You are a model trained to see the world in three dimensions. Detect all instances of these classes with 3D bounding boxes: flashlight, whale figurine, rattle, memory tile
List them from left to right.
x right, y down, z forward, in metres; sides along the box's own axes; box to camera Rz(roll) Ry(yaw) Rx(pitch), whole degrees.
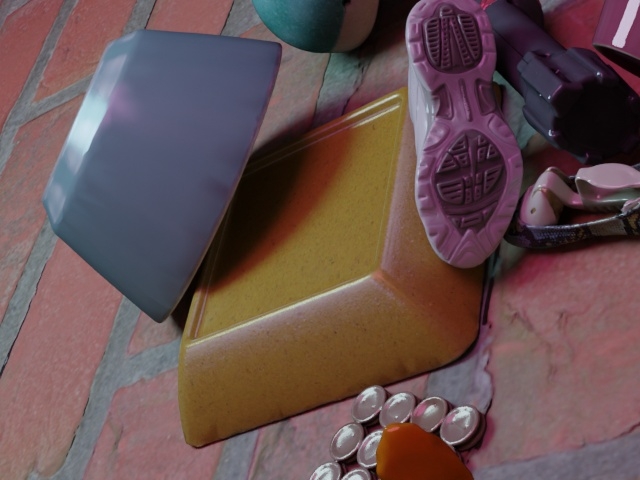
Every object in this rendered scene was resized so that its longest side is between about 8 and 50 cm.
[{"bbox_3d":[-0.022,-0.321,1.558,0.272,0.141,0.216,-114,27,-54],"label":"whale figurine"},{"bbox_3d":[0.058,0.170,1.095,0.148,0.012,0.113,5,58,52],"label":"memory tile"},{"bbox_3d":[0.083,0.238,0.880,0.130,0.142,0.199,1,47,28],"label":"rattle"},{"bbox_3d":[0.190,-0.158,1.212,0.103,0.103,0.304,-16,32,-8],"label":"flashlight"}]

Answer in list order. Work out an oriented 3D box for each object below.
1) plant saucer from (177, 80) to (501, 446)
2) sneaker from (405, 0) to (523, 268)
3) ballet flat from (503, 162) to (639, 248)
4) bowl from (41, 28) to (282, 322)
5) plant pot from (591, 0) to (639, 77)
[{"bbox_3d":[0.000,0.000,1.289,0.333,0.081,0.332,-23,39,34],"label":"plant saucer"},{"bbox_3d":[0.119,-0.086,1.179,0.090,0.115,0.232,-2,79,0],"label":"sneaker"},{"bbox_3d":[0.209,-0.035,1.094,0.188,0.070,0.070,-9,48,45],"label":"ballet flat"},{"bbox_3d":[-0.175,-0.088,1.398,0.311,0.163,0.311,-158,90,-79],"label":"bowl"},{"bbox_3d":[0.308,-0.201,1.058,0.180,0.201,0.201,-62,32,5],"label":"plant pot"}]
